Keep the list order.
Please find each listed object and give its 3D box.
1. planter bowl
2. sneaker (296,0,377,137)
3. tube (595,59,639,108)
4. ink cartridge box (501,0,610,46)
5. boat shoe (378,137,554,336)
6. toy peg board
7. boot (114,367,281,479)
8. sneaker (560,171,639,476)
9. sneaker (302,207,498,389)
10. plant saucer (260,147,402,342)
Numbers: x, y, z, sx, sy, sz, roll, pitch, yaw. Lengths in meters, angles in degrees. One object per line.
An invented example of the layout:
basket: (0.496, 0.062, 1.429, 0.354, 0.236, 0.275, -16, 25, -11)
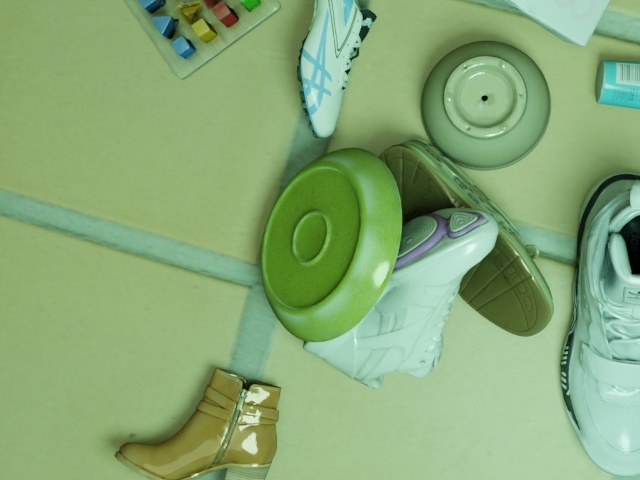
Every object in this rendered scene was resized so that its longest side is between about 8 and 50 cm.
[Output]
planter bowl: (0.199, -0.167, 1.547, 0.162, 0.109, 0.162, 0, 90, 7)
sneaker: (0.022, -0.244, 1.583, 0.086, 0.085, 0.237, 7, 92, 12)
tube: (0.440, -0.182, 1.549, 0.207, 0.052, 0.080, 7, 95, 2)
ink cartridge box: (0.261, -0.367, 1.522, 0.232, 0.066, 0.189, 27, 94, -24)
boat shoe: (0.187, -0.012, 1.550, 0.285, 0.089, 0.104, 52, 127, 5)
toy peg board: (-0.163, -0.317, 1.611, 0.160, 0.079, 0.161, -35, 85, 6)
boot: (-0.150, 0.234, 1.613, 0.197, 0.073, 0.152, 12, 93, -5)
sneaker: (0.352, 0.100, 1.474, 0.137, 0.210, 0.366, 2, 90, 8)
sneaker: (0.117, 0.071, 1.525, 0.152, 0.114, 0.305, 41, 128, -11)
plant saucer: (0.000, 0.000, 1.530, 0.241, 0.037, 0.241, -23, 59, 44)
